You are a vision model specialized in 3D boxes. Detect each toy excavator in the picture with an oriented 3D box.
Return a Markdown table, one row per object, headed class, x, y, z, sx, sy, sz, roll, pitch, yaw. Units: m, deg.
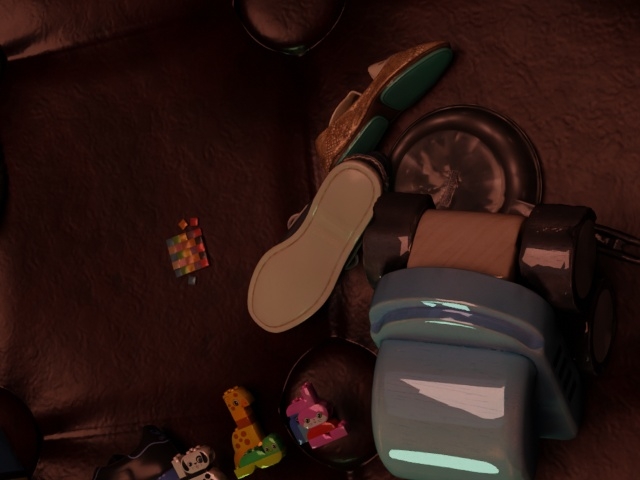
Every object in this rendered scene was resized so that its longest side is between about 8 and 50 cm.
| class | x | y | z | sx | sy | sz | roll | pitch | yaw |
| --- | --- | --- | --- | --- | --- | --- | --- | --- | --- |
| toy excavator | 0.155 | 0.228 | 1.487 | 0.222 | 0.433 | 0.445 | 6 | 62 | 24 |

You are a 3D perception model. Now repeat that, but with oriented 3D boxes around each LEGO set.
| class | x | y | z | sx | sy | sz | roll | pitch | yaw |
| --- | --- | --- | --- | --- | --- | --- | --- | --- | --- |
| LEGO set | -0.073 | 0.213 | 1.680 | 0.227 | 0.087 | 0.093 | -26 | 92 | 21 |

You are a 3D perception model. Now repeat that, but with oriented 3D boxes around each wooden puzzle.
| class | x | y | z | sx | sy | sz | roll | pitch | yaw |
| --- | --- | --- | --- | --- | --- | --- | --- | --- | --- |
| wooden puzzle | -0.164 | 0.014 | 1.778 | 0.049 | 0.006 | 0.083 | -20 | 79 | 22 |

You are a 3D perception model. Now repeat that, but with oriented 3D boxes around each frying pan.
| class | x | y | z | sx | sy | sz | roll | pitch | yaw |
| --- | --- | --- | --- | --- | --- | --- | --- | --- | --- |
| frying pan | 0.194 | -0.017 | 1.601 | 0.326 | 0.053 | 0.197 | 45 | 105 | 23 |

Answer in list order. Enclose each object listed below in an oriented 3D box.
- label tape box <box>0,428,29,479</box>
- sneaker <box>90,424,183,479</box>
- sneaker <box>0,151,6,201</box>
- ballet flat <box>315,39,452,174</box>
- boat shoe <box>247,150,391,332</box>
| class | x | y | z | sx | sy | sz | roll | pitch | yaw |
| --- | --- | --- | --- | --- | --- | --- | --- | --- | --- |
| label tape box | -0.423 | 0.405 | 1.739 | 0.115 | 0.249 | 0.347 | -36 | 74 | 18 |
| sneaker | -0.256 | 0.326 | 1.767 | 0.232 | 0.081 | 0.090 | -43 | 69 | 9 |
| sneaker | -0.502 | -0.129 | 1.903 | 0.124 | 0.107 | 0.283 | -19 | 76 | 37 |
| ballet flat | 0.064 | -0.164 | 1.655 | 0.206 | 0.073 | 0.067 | -47 | 56 | 11 |
| boat shoe | 0.000 | 0.000 | 1.662 | 0.095 | 0.079 | 0.254 | 34 | 118 | 9 |
